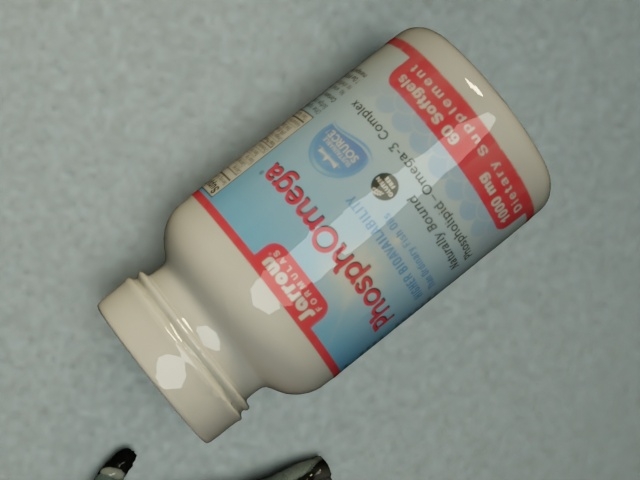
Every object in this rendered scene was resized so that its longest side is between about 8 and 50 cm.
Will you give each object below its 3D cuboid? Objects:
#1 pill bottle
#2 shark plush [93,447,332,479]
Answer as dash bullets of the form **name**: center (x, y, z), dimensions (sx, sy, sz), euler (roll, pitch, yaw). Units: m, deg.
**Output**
- **pill bottle**: center (0.000, 0.000, 0.699), dimensions (0.160, 0.087, 0.087), euler (-39, 99, -4)
- **shark plush**: center (-0.074, 0.108, 0.715), dimensions (0.161, 0.073, 0.067), euler (-21, 67, -2)
